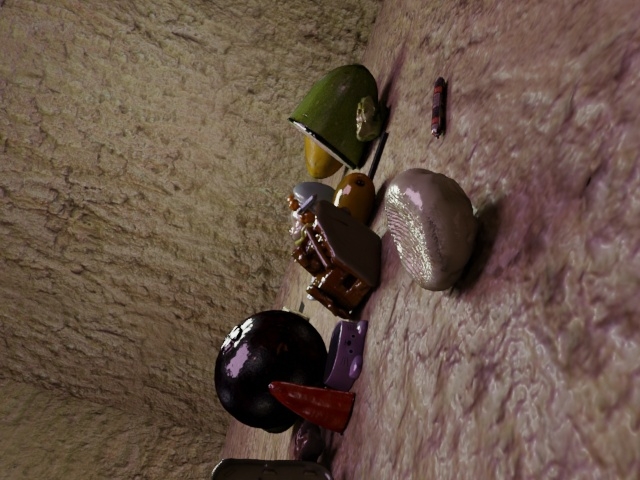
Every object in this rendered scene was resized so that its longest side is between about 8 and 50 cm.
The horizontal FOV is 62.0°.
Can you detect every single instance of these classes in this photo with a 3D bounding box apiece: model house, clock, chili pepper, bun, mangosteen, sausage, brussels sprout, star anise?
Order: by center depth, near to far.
[{"bbox_3d":[0.163,-0.018,0.744,0.183,0.102,0.183,163,90,-82],"label":"bun"},{"bbox_3d":[-0.098,0.545,0.899,0.205,0.219,0.278,-110,31,-67],"label":"model house"},{"bbox_3d":[-0.023,0.313,1.047,0.065,0.169,0.088,-154,85,-82],"label":"chili pepper"},{"bbox_3d":[-0.022,0.439,1.079,0.208,0.063,0.171,-116,34,-81],"label":"star anise"},{"bbox_3d":[0.242,-0.274,1.088,0.028,0.025,0.198,-42,27,45],"label":"sausage"},{"bbox_3d":[0.052,0.236,1.132,0.110,0.050,0.152,118,168,-51],"label":"clock"},{"bbox_3d":[-0.100,0.300,1.223,0.288,0.288,0.287,-162,90,-83],"label":"mangosteen"},{"bbox_3d":[0.024,0.065,1.258,0.229,0.200,0.219,-61,0,36],"label":"model house"},{"bbox_3d":[0.160,-0.382,1.700,0.181,0.101,0.139,-84,4,-53],"label":"brussels sprout"}]

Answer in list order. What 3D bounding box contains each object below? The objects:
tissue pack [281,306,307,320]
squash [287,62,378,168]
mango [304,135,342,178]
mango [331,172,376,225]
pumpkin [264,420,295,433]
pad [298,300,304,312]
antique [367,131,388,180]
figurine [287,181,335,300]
[{"bbox_3d":[-0.114,0.330,1.973,0.196,0.092,0.148,157,132,-82],"label":"tissue pack"},{"bbox_3d":[0.091,-0.456,1.882,0.308,0.310,0.310,-53,9,4],"label":"squash"},{"bbox_3d":[0.043,-0.429,2.159,0.264,0.221,0.377,-40,-32,-63],"label":"mango"},{"bbox_3d":[0.083,-0.080,1.460,0.138,0.113,0.253,-87,9,-50],"label":"mango"},{"bbox_3d":[-0.121,0.449,1.513,0.190,0.147,0.190,-8,-90,-83],"label":"pumpkin"},{"bbox_3d":[-0.101,0.345,2.178,0.127,0.004,0.190,-174,103,-83],"label":"pad"},{"bbox_3d":[0.164,-0.231,1.596,0.031,0.015,0.191,-135,63,-80],"label":"antique"},{"bbox_3d":[-0.003,-0.001,1.740,0.224,0.205,0.381,-107,17,-72],"label":"figurine"}]
